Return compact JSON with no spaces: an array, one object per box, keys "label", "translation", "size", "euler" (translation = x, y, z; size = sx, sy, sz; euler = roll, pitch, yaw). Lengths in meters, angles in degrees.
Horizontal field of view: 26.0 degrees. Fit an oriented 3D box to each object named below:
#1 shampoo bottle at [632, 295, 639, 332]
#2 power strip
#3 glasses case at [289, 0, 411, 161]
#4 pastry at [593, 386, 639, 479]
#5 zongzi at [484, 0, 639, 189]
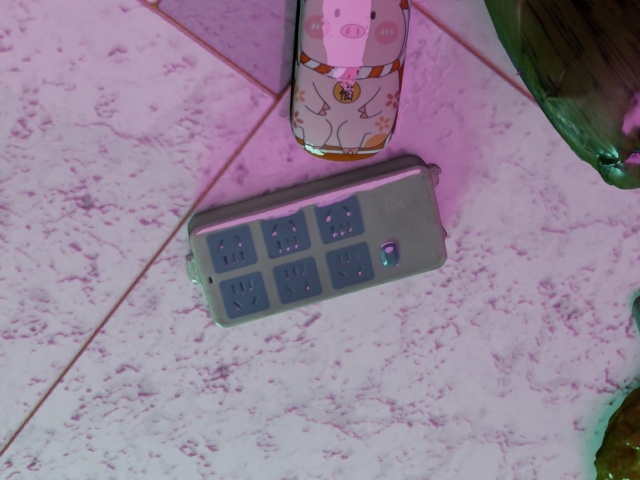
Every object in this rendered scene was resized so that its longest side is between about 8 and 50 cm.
[{"label":"shampoo bottle","translation":[0.417,0.064,1.469],"size":[0.165,0.040,0.080],"euler":[-23,113,1]},{"label":"power strip","translation":[0.000,0.000,1.366],"size":[0.270,0.046,0.118],"euler":[-16,114,-4]},{"label":"glasses case","translation":[0.029,-0.202,1.275],"size":[0.103,0.067,0.266],"euler":[0,113,-12]},{"label":"pastry","translation":[0.414,0.236,1.502],"size":[0.240,0.132,0.235],"euler":[-14,105,-12]},{"label":"zongzi","translation":[0.202,-0.237,1.162],"size":[0.160,0.323,0.360],"euler":[-29,111,11]}]
